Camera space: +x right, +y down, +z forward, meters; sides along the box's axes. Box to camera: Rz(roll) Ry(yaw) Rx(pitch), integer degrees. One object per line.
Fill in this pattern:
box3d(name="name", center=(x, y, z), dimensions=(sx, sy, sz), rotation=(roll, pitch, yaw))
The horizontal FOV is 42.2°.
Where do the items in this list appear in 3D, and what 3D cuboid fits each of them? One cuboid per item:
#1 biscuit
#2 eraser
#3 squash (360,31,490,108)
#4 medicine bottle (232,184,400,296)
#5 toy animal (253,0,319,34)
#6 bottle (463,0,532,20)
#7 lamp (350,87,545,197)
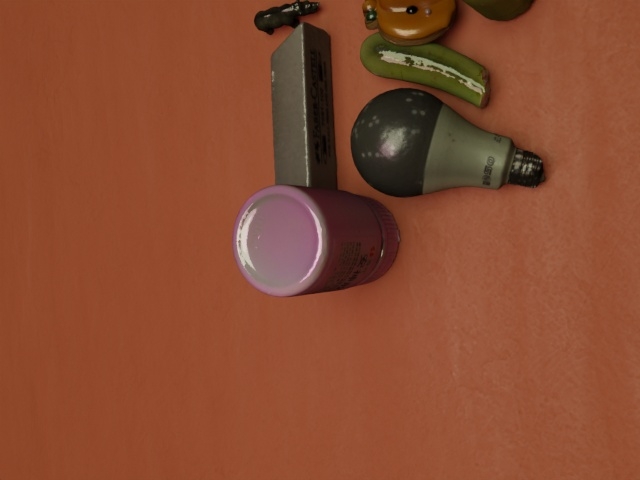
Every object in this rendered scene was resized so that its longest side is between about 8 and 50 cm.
box3d(name="biscuit", center=(0.149, -0.409, 1.407), dimensions=(0.170, 0.050, 0.170), rotation=(-5, 64, 11))
box3d(name="eraser", center=(-0.029, -0.210, 1.511), dimensions=(0.077, 0.111, 0.352), rotation=(-3, 89, 26))
box3d(name="squash", center=(0.179, -0.298, 1.422), dimensions=(0.250, 0.083, 0.083), rotation=(24, 101, 22))
box3d(name="medicine bottle", center=(0.000, 0.000, 1.396), dimensions=(0.178, 0.291, 0.178), rotation=(0, 90, 28))
box3d(name="toy animal", center=(-0.061, -0.423, 1.552), dimensions=(0.136, 0.065, 0.047), rotation=(-7, 88, 27))
box3d(name="bottle", center=(0.252, -0.416, 1.275), dimensions=(0.112, 0.260, 0.112), rotation=(1, 91, 28))
box3d(name="lamp", center=(0.202, -0.159, 1.357), dimensions=(0.314, 0.182, 0.182), rotation=(2, 92, 23))
